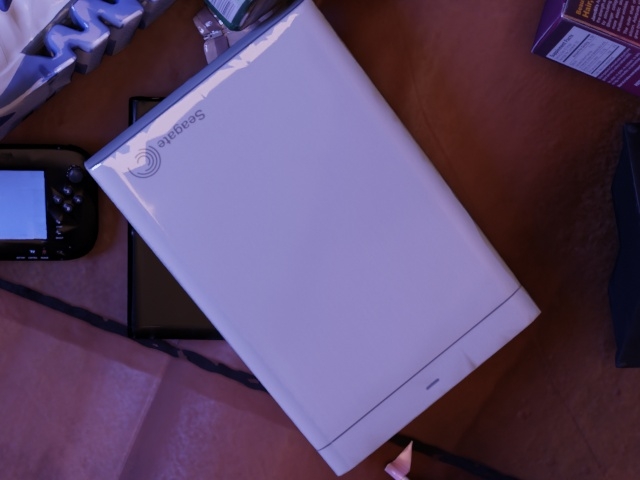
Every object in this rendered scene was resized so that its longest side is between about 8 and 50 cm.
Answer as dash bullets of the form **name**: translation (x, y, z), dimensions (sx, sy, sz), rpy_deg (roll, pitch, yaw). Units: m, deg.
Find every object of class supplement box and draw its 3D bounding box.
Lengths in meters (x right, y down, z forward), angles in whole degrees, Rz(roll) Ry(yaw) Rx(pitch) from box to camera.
- **supplement box**: translation (0.287, -0.182, 1.412), dimensions (0.188, 0.081, 0.104), rpy_deg (21, 69, -6)

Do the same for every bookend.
- **bookend**: translation (0.296, 0.006, 1.457), dimensions (0.072, 0.156, 0.157), rpy_deg (0, 144, -3)

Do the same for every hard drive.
- **hard drive**: translation (0.000, 0.000, 1.429), dimensions (0.233, 0.047, 0.353), rpy_deg (-39, 107, -3)

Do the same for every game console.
- **game console**: translation (-0.213, -0.018, 1.453), dimensions (0.361, 0.044, 0.213), rpy_deg (0, 100, -2)

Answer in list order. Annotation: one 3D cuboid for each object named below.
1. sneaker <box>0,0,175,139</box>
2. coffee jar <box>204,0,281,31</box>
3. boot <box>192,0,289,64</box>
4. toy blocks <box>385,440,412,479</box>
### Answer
- **sneaker**: translation (-0.286, -0.186, 1.369), dimensions (0.315, 0.127, 0.182), rpy_deg (-38, 89, -20)
- **coffee jar**: translation (-0.098, -0.267, 1.377), dimensions (0.184, 0.079, 0.096), rpy_deg (46, 59, 3)
- **boot**: translation (-0.054, -0.162, 1.441), dimensions (0.087, 0.042, 0.118), rpy_deg (-22, 99, 7)
- **toy blocks**: translation (0.090, 0.370, 1.474), dimensions (0.260, 0.309, 0.288), rpy_deg (37, 84, 24)
